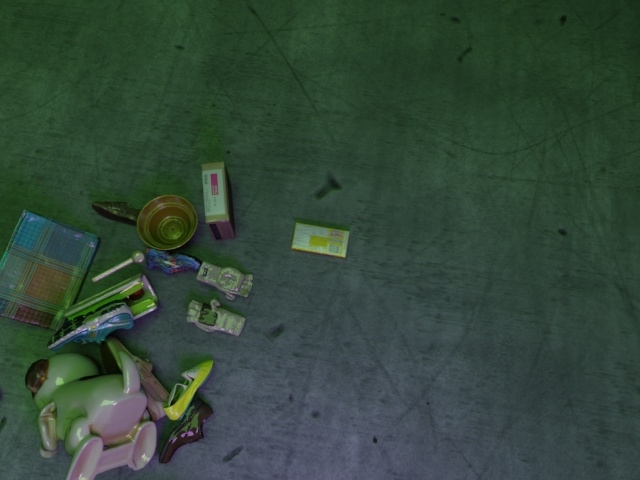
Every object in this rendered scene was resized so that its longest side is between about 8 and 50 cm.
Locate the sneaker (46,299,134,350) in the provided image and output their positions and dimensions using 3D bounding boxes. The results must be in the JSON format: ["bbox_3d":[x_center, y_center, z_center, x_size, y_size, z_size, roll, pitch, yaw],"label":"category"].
[{"bbox_3d":[-0.742,0.296,1.667,0.276,0.107,0.109,-23,113,-9],"label":"sneaker"}]

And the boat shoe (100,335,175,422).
[{"bbox_3d":[-0.618,0.453,1.726,0.110,0.121,0.341,-25,70,-46],"label":"boat shoe"}]

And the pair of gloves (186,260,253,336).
[{"bbox_3d":[-0.356,0.209,1.832,0.204,0.042,0.239,14,76,-10],"label":"pair of gloves"}]

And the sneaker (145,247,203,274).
[{"bbox_3d":[-0.527,0.085,1.868,0.222,0.083,0.087,12,91,3],"label":"sneaker"}]

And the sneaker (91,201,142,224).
[{"bbox_3d":[-0.760,-0.115,1.938,0.189,0.066,0.071,20,55,0],"label":"sneaker"}]

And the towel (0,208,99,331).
[{"bbox_3d":[-0.960,0.105,1.788,0.272,0.040,0.369,26,68,-32],"label":"towel"}]

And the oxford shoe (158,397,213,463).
[{"bbox_3d":[-0.436,0.635,1.675,0.096,0.083,0.227,36,75,6],"label":"oxford shoe"}]

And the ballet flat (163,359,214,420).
[{"bbox_3d":[-0.437,0.478,1.699,0.077,0.077,0.230,45,55,-22],"label":"ballet flat"}]

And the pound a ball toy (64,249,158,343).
[{"bbox_3d":[-0.711,0.182,1.775,0.319,0.136,0.208,-27,105,-8],"label":"pound a ball toy"}]

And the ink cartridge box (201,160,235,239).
[{"bbox_3d":[-0.370,-0.141,1.878,0.088,0.193,0.234,-6,71,-4],"label":"ink cartridge box"}]

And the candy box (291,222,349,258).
[{"bbox_3d":[0.000,0.000,1.926,0.206,0.027,0.105,10,69,2],"label":"candy box"}]

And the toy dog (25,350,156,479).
[{"bbox_3d":[-0.738,0.497,1.584,0.408,0.285,0.394,19,106,33],"label":"toy dog"}]

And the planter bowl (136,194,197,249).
[{"bbox_3d":[-0.554,-0.054,1.897,0.218,0.090,0.217,1,71,-2],"label":"planter bowl"}]
